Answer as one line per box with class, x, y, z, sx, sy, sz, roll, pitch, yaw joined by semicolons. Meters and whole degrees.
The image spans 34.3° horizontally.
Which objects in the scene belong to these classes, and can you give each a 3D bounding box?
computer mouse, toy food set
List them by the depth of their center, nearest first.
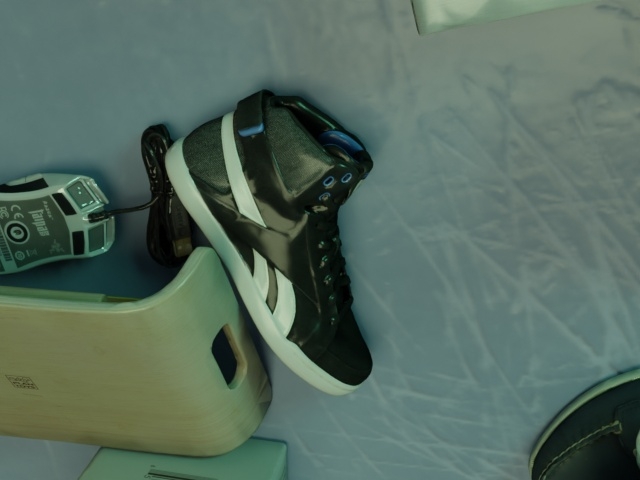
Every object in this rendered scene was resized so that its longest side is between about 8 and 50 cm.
toy food set;-0.202;0.061;0.747;0.306;0.092;0.220;3;146;11
computer mouse;-0.187;-0.022;0.761;0.193;0.042;0.106;-7;117;11

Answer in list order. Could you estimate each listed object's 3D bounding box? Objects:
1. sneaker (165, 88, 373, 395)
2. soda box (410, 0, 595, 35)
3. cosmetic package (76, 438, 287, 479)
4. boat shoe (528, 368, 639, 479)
sneaker;0.000;0.000;0.699;0.121;0.079;0.217;-29;103;24
soda box;0.185;-0.191;0.556;0.286;0.091;0.098;-8;111;18
cosmetic package;-0.113;0.355;0.827;0.155;0.197;0.366;6;114;12
boat shoe;0.253;0.135;0.694;0.254;0.079;0.095;-26;109;24
